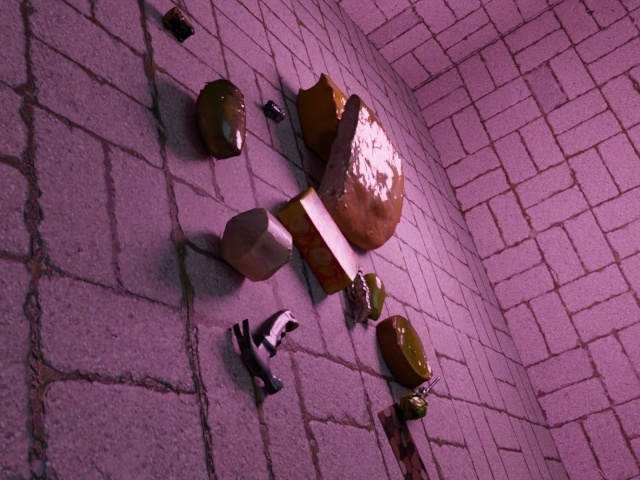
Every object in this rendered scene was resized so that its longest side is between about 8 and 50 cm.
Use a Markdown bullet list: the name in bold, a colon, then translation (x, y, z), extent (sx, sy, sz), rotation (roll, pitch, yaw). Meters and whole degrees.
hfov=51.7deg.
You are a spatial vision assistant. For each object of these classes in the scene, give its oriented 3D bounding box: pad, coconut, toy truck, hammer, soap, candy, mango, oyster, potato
- **pad**: translation (0.230, 0.564, 1.794), extent (0.158, 0.003, 0.235), rotation (4, 61, -64)
- **coconut**: translation (-0.148, 0.003, 1.452), extent (0.153, 0.147, 0.147), rotation (47, 26, -37)
- **toy truck**: translation (-0.374, -0.572, 1.741), extent (0.083, 0.049, 0.054), rotation (44, 27, -39)
- **toy truck**: translation (-0.141, -0.402, 2.056), extent (0.083, 0.044, 0.039), rotation (32, 39, -50)
- **hammer**: translation (-0.108, 0.211, 1.423), extent (0.159, 0.041, 0.226), rotation (60, 23, -10)
- **soap**: translation (0.072, -0.390, 2.360), extent (0.335, 0.156, 0.294), rotation (34, 33, -48)
- **candy**: translation (0.000, 0.000, 1.841), extent (0.276, 0.088, 0.146), rotation (57, 24, -8)
- **candy**: translation (0.304, 0.452, 1.944), extent (0.077, 0.073, 0.262), rotation (60, 31, 5)
- **mango**: translation (0.161, 0.170, 2.008), extent (0.091, 0.074, 0.165), rotation (44, 28, -41)
- **oyster**: translation (0.120, 0.138, 1.944), extent (0.106, 0.061, 0.200), rotation (-4, 63, -43)
- **potato**: translation (-0.246, -0.294, 1.624), extent (0.149, 0.113, 0.252), rotation (47, 34, -49)

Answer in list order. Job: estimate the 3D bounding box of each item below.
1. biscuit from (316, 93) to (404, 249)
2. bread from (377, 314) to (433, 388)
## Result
- **biscuit**: translation (0.159, -0.181, 2.196), extent (0.446, 0.103, 0.430), rotation (48, 51, -41)
- **bread**: translation (0.261, 0.341, 2.033), extent (0.236, 0.069, 0.236), rotation (48, 25, -31)
